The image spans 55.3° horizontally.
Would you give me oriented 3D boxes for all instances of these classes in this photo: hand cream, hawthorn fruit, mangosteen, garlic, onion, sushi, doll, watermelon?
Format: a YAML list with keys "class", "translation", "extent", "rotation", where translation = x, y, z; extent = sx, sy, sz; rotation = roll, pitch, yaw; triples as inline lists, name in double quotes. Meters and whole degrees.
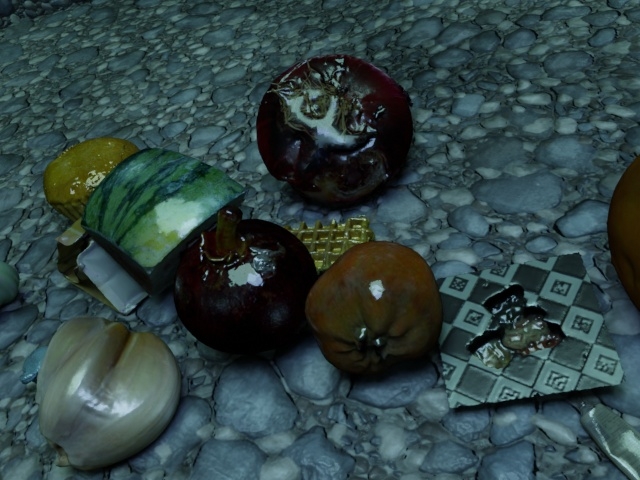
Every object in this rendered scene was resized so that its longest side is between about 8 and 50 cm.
- class: "hand cream"
  translation: [0.383, 0.262, 0.747]
  extent: [0.057, 0.037, 0.165]
  rotation: [-31, 52, -13]
- class: "hawthorn fruit"
  translation: [0.083, 0.082, 0.927]
  extent: [0.200, 0.199, 0.251]
  rotation: [-6, 29, 13]
- class: "mangosteen"
  translation: [-0.124, 0.051, 0.958]
  extent: [0.236, 0.261, 0.235]
  rotation: [-8, 44, 8]
- class: "garlic"
  translation: [-0.325, 0.227, 0.927]
  extent: [0.218, 0.110, 0.227]
  rotation: [14, 60, -3]
- class: "onion"
  translation: [0.032, -0.215, 1.210]
  extent: [0.314, 0.232, 0.313]
  rotation: [-1, 77, 6]
- class: "sushi"
  translation: [0.289, 0.136, 0.891]
  extent: [0.232, 0.047, 0.219]
  rotation: [-12, 48, 13]
- class: "doll"
  translation: [-0.411, 0.216, 1.041]
  extent: [0.180, 0.075, 0.120]
  rotation: [0, 4, -8]
- class: "watermelon"
  translation: [-0.276, -0.035, 1.088]
  extent: [0.262, 0.201, 0.213]
  rotation: [29, 61, 29]

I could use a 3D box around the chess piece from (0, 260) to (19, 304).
- class: "chess piece"
  translation: [-0.671, 0.169, 1.142]
  extent: [0.139, 0.139, 0.271]
  rotation: [-6, 56, 13]

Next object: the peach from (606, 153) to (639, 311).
- class: "peach"
  translation: [0.548, -0.016, 0.766]
  extent: [0.343, 0.342, 0.301]
  rotation: [-12, 21, 7]

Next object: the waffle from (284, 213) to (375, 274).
- class: "waffle"
  translation: [0.000, 0.000, 1.125]
  extent: [0.192, 0.046, 0.160]
  rotation: [-28, 45, -11]

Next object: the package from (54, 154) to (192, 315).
- class: "package"
  translation: [-0.367, -0.042, 1.206]
  extent: [0.221, 0.165, 0.311]
  rotation: [23, 56, 35]

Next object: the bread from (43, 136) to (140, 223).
- class: "bread"
  translation: [-0.496, -0.134, 1.360]
  extent: [0.240, 0.139, 0.239]
  rotation: [-9, 44, 9]
